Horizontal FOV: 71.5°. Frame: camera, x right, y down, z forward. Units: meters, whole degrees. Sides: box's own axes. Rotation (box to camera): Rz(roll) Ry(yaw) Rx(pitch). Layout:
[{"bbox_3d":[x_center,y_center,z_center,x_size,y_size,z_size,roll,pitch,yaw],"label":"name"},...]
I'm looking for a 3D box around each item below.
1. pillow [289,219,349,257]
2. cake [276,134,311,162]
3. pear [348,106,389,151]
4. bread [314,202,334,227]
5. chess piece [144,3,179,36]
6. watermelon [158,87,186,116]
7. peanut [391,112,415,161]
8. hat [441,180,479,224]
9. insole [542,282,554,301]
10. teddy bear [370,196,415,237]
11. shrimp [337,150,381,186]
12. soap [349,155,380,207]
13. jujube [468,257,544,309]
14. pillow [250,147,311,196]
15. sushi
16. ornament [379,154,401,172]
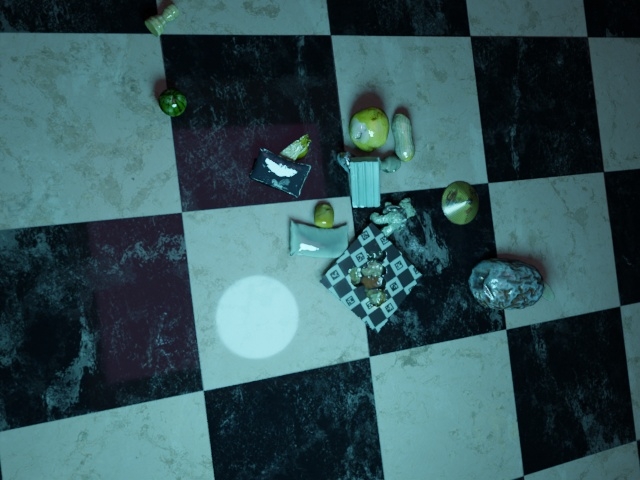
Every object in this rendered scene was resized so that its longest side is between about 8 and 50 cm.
[{"bbox_3d":[0.001,-0.001,1.750,0.254,0.078,0.144,4,82,-17],"label":"pillow"},{"bbox_3d":[-0.103,-0.334,1.718,0.185,0.116,0.080,-33,99,-19],"label":"cake"},{"bbox_3d":[0.196,-0.441,1.775,0.178,0.178,0.178,1,88,-16],"label":"pear"},{"bbox_3d":[0.017,-0.102,1.743,0.082,0.056,0.115,16,43,-6],"label":"bread"},{"bbox_3d":[-0.576,-0.812,1.626,0.066,0.066,0.122,41,74,-11],"label":"chess piece"},{"bbox_3d":[-0.534,-0.502,1.604,0.109,0.109,0.109,1,88,-16],"label":"watermelon"},{"bbox_3d":[0.344,-0.431,1.855,0.087,0.087,0.207,-9,91,-16],"label":"peanut"},{"bbox_3d":[0.628,-0.167,1.929,0.193,0.082,0.193,1,87,-16],"label":"hat"},{"bbox_3d":[1.018,0.213,2.061,0.192,0.010,0.063,39,79,-12],"label":"insole"},{"bbox_3d":[0.314,-0.105,1.824,0.213,0.111,0.133,-34,101,-13],"label":"teddy bear"},{"bbox_3d":[0.163,-0.287,1.809,0.233,0.079,0.090,34,64,-20],"label":"shrimp"},{"bbox_3d":[0.178,-0.229,1.754,0.114,0.063,0.198,1,123,9],"label":"soap"},{"bbox_3d":[0.800,0.188,1.904,0.317,0.226,0.226,7,86,-20],"label":"jujube"},{"bbox_3d":[-0.155,-0.259,1.707,0.208,0.055,0.141,18,118,-17],"label":"pillow"},{"bbox_3d":[0.202,0.148,1.812,0.339,0.069,0.320,43,80,-16],"label":"sushi"},{"bbox_3d":[0.269,-0.307,1.815,0.156,0.075,0.081,-14,56,-45],"label":"ornament"}]
